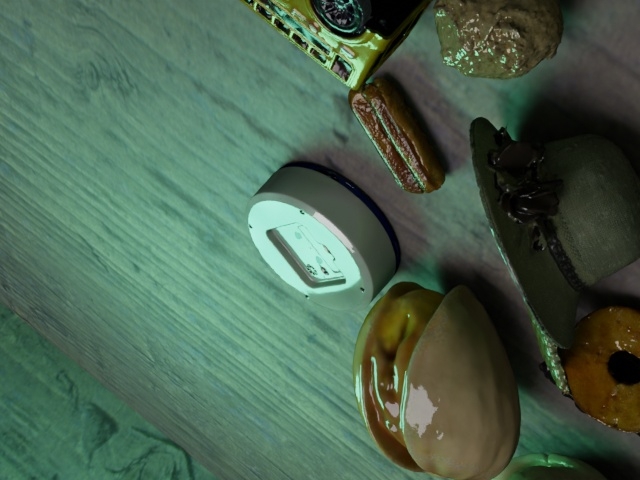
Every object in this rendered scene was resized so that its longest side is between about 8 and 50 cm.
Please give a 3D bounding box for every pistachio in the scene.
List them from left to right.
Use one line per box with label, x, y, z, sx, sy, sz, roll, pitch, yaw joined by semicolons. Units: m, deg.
pistachio;0.167;0.204;1.354;0.230;0.230;0.309;5;117;47

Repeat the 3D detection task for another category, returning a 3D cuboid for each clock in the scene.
clock;0.000;0.000;1.419;0.230;0.083;0.230;27;147;20

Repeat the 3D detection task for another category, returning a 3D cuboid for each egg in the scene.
egg;0.165;-0.203;0.923;0.118;0.116;0.140;50;175;-23

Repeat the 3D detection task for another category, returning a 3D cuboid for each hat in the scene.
hat;0.260;-0.032;0.996;0.130;0.257;0.257;-24;115;22

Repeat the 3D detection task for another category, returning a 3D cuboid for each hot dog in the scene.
hot dog;0.095;-0.121;1.181;0.071;0.045;0.165;-6;126;51

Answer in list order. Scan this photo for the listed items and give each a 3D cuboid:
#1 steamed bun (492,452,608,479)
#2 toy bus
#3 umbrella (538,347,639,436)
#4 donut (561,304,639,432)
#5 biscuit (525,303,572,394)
steamed bun;0.362;0.426;1.435;0.276;0.203;0.289;44;162;56
toy bus;-0.043;-0.310;0.995;0.331;0.145;0.151;39;152;3
umbrella;0.422;0.223;1.202;0.326;0.090;0.094;33;128;16
donut;0.360;0.150;1.147;0.152;0.152;0.058;25;-176;27
biscuit;0.239;0.051;1.131;0.139;0.016;0.231;-88;-21;-72
